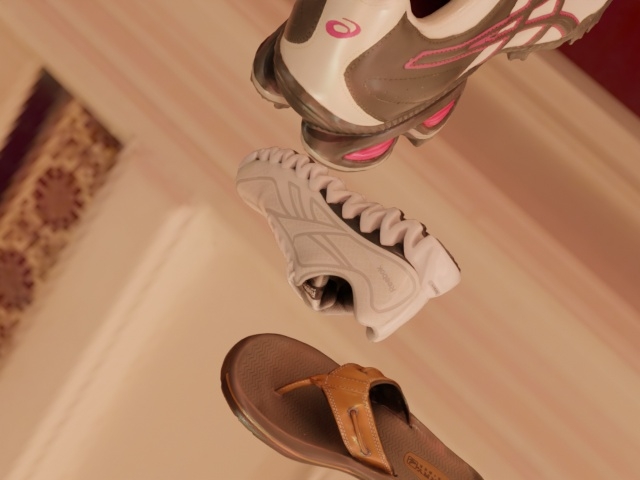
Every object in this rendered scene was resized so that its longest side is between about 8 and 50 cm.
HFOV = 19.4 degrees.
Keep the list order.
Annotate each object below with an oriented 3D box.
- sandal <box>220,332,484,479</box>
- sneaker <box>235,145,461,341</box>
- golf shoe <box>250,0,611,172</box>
[{"bbox_3d":[0.034,0.128,1.280,0.060,0.219,0.090,-48,-171,43],"label":"sandal"},{"bbox_3d":[0.000,0.000,1.828,0.118,0.292,0.110,-49,136,-10],"label":"sneaker"},{"bbox_3d":[0.086,-0.140,0.894,0.273,0.105,0.120,-44,171,-31],"label":"golf shoe"}]
